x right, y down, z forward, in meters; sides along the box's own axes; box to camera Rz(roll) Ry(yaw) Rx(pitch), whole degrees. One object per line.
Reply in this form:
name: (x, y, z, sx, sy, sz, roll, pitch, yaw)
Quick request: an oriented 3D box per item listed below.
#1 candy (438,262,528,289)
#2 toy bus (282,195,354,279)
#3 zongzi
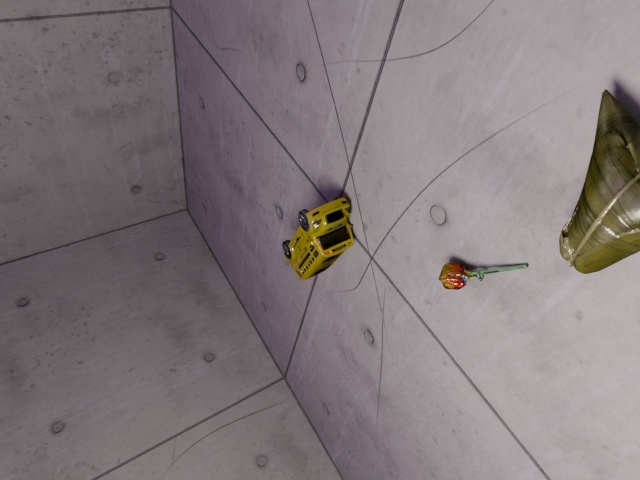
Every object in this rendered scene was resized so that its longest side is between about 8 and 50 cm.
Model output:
candy: (0.327, 0.064, 0.890, 0.201, 0.061, 0.060, -17, 94, 55)
toy bus: (0.000, 0.000, 1.327, 0.151, 0.145, 0.331, 61, 154, 12)
zongzi: (0.389, -0.070, 0.626, 0.204, 0.094, 0.205, 63, 153, 19)
